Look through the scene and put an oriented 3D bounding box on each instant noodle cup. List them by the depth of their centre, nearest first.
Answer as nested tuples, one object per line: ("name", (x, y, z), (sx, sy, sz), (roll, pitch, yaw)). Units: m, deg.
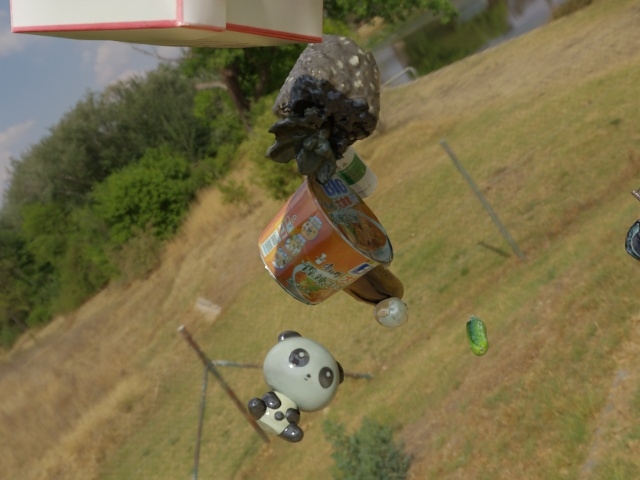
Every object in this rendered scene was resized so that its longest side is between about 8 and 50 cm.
("instant noodle cup", (0.000, 0.000, 1.602), (0.214, 0.296, 0.296), (-41, 9, 23))

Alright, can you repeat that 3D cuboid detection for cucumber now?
("cucumber", (0.403, 0.246, 1.737), (0.056, 0.056, 0.250), (-32, 6, 15))

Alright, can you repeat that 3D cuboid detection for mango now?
("mango", (0.139, 0.104, 1.967), (0.151, 0.248, 0.156), (-4, 61, 67))

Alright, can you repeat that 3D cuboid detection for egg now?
("egg", (0.161, 0.168, 1.557), (0.083, 0.071, 0.071), (-14, 21, 29))

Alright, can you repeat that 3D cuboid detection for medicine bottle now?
("medicine bottle", (0.064, -0.213, 1.841), (0.095, 0.260, 0.095), (-17, 53, 24))

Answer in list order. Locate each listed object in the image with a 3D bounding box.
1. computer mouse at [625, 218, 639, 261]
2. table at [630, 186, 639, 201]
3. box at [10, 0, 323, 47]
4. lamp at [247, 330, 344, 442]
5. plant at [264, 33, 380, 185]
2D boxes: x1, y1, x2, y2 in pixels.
("computer mouse", (0.525, -0.001, 0.898), (0.241, 0.078, 0.147), (-10, 48, 4))
("table", (0.819, -0.126, 1.437), (0.169, 0.172, 0.193), (-10, -38, -43))
("box", (-0.190, -0.414, 0.870), (0.314, 0.313, 0.300), (9, 15, 32))
("lamp", (-0.063, 0.350, 1.628), (0.197, 0.198, 0.244), (-18, 31, 53))
("plant", (0.009, -0.283, 1.500), (0.213, 0.215, 0.312), (-36, 28, 49))
